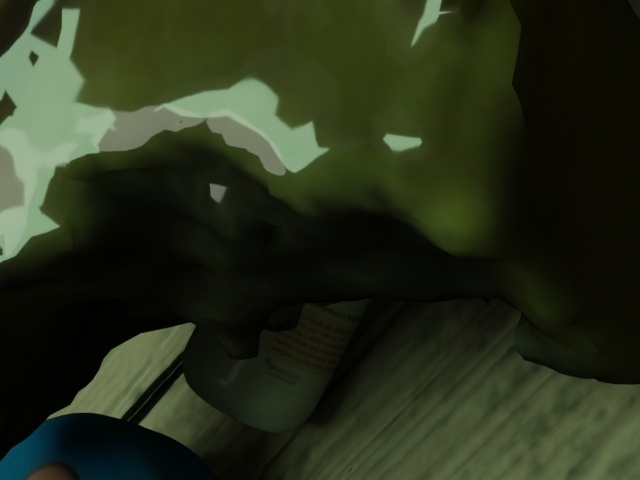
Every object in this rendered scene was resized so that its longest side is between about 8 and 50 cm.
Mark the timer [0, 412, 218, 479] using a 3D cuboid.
[{"bbox_3d":[-0.124,0.272,0.929,0.309,0.115,0.340,-52,42,14],"label":"timer"}]

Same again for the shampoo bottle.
[{"bbox_3d":[0.000,0.000,0.936,0.074,0.074,0.192,35,101,50],"label":"shampoo bottle"}]

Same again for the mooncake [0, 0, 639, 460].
[{"bbox_3d":[-0.065,-0.030,0.804,0.394,0.246,0.393,-48,53,0],"label":"mooncake"}]
